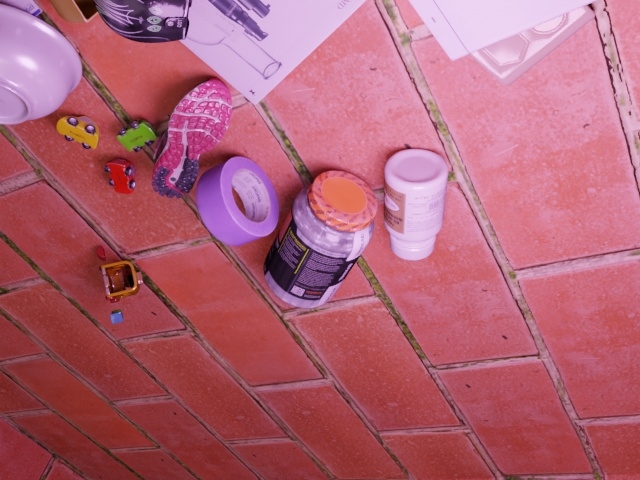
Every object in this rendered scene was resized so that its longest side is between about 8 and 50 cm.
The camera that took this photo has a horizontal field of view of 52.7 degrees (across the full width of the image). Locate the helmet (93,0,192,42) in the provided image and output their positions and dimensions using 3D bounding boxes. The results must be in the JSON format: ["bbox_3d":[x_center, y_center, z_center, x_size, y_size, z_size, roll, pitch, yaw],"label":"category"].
[{"bbox_3d":[-0.293,-0.408,1.062,0.162,0.169,0.169,9,138,-12],"label":"helmet"}]

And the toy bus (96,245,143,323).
[{"bbox_3d":[-0.560,0.117,1.839,0.105,0.202,0.190,-13,129,-13],"label":"toy bus"}]

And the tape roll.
[{"bbox_3d":[-0.184,-0.087,1.456,0.080,0.188,0.189,-19,126,33],"label":"tape roll"}]

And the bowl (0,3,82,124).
[{"bbox_3d":[-0.655,-0.333,1.324,0.298,0.134,0.297,1,153,1],"label":"bowl"}]

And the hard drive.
[{"bbox_3d":[0.314,-0.414,0.967,0.353,0.047,0.233,-18,150,29],"label":"hard drive"}]

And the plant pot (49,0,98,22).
[{"bbox_3d":[-0.474,-0.468,1.241,0.083,0.081,0.081,2,136,33],"label":"plant pot"}]

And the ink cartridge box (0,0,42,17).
[{"bbox_3d":[-0.684,-0.553,1.229,0.166,0.065,0.332,-17,126,31],"label":"ink cartridge box"}]

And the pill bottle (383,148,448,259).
[{"bbox_3d":[0.201,-0.071,1.394,0.131,0.131,0.229,6,136,11],"label":"pill bottle"}]

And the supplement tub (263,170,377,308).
[{"bbox_3d":[0.000,0.000,1.485,0.194,0.193,0.316,23,137,-7],"label":"supplement tub"}]

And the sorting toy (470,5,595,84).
[{"bbox_3d":[0.326,-0.386,1.107,0.208,0.038,0.193,31,135,-21],"label":"sorting toy"}]

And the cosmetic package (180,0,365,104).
[{"bbox_3d":[-0.101,-0.452,1.128,0.284,0.097,0.377,37,133,-22],"label":"cosmetic package"}]

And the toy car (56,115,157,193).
[{"bbox_3d":[-0.459,-0.228,1.498,0.225,0.053,0.239,-17,128,31],"label":"toy car"}]

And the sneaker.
[{"bbox_3d":[-0.294,-0.233,1.407,0.121,0.112,0.299,18,127,-31],"label":"sneaker"}]
